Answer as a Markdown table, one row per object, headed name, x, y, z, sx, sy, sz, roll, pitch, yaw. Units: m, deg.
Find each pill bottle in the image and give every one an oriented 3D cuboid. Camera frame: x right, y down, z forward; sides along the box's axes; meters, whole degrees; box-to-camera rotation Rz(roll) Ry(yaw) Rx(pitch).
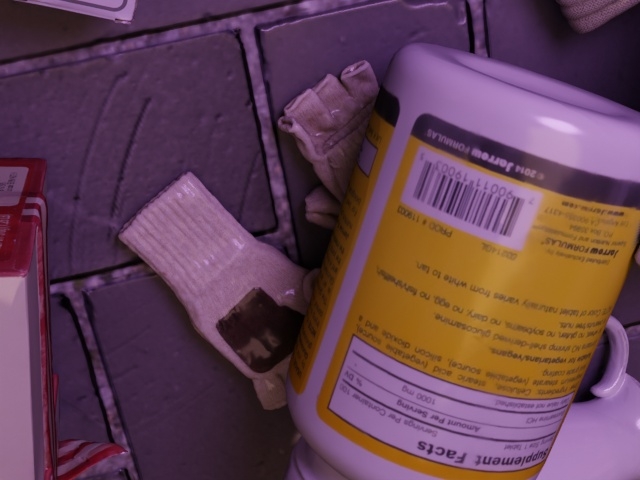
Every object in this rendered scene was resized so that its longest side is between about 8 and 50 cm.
| name | x | y | z | sx | sy | sz | roll | pitch | yaw |
| --- | --- | --- | --- | --- | --- | --- | --- | --- | --- |
| pill bottle | 0.086 | 0.054 | 0.640 | 0.187 | 0.188 | 0.334 | 13 | 109 | -17 |

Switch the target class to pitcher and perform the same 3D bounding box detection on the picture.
| name | x | y | z | sx | sy | sz | roll | pitch | yaw |
| --- | --- | --- | --- | --- | --- | --- | --- | --- | --- |
| pitcher | 0.180 | 0.164 | 0.795 | 0.207 | 0.125 | 0.178 | -17 | 95 | -16 |

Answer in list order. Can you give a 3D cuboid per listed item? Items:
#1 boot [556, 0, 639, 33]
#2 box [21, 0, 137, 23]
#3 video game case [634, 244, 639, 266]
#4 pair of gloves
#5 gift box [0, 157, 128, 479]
| name | x | y | z | sx | sy | sz | roll | pitch | yaw |
| --- | --- | --- | --- | --- | --- | --- | --- | --- | --- |
| boot | 0.210 | -0.260 | 0.629 | 0.213 | 0.077 | 0.165 | -43 | 116 | 9 |
| box | -0.154 | -0.276 | 0.500 | 0.169 | 0.087 | 0.290 | 8 | 126 | -15 |
| video game case | 0.331 | -0.135 | 0.627 | 0.300 | 0.036 | 0.329 | -8 | 125 | -57 |
| pair of gloves | 0.000 | 0.000 | 0.717 | 0.240 | 0.042 | 0.204 | -34 | 115 | 3 |
| gift box | -0.262 | 0.102 | 0.591 | 0.276 | 0.255 | 0.258 | 2 | 111 | -9 |
